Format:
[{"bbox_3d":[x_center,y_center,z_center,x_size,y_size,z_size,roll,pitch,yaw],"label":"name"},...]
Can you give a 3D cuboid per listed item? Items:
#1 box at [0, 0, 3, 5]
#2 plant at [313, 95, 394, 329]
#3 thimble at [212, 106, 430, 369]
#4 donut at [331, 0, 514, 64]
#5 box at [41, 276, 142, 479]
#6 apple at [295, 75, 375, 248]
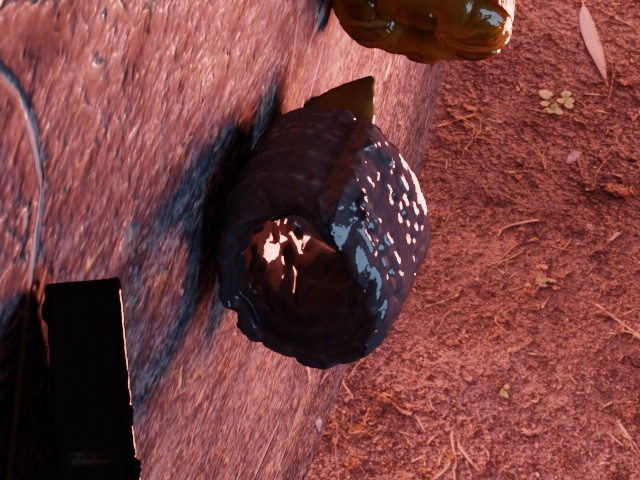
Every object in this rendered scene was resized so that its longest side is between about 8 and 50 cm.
[{"bbox_3d":[-0.143,-0.146,0.441,0.149,0.067,0.233,86,22,-68],"label":"box"},{"bbox_3d":[0.061,-0.082,1.755,0.251,0.180,0.333,-82,178,-54],"label":"plant"},{"bbox_3d":[0.000,0.000,1.283,0.172,0.205,0.236,-64,169,-46],"label":"thimble"},{"bbox_3d":[0.122,-0.284,1.525,0.226,0.226,0.114,63,37,-79],"label":"donut"},{"bbox_3d":[-0.148,0.202,0.882,0.350,0.058,0.211,98,-15,-51],"label":"box"},{"bbox_3d":[-0.002,-0.071,1.480,0.193,0.120,0.265,-84,-175,-50],"label":"apple"}]
